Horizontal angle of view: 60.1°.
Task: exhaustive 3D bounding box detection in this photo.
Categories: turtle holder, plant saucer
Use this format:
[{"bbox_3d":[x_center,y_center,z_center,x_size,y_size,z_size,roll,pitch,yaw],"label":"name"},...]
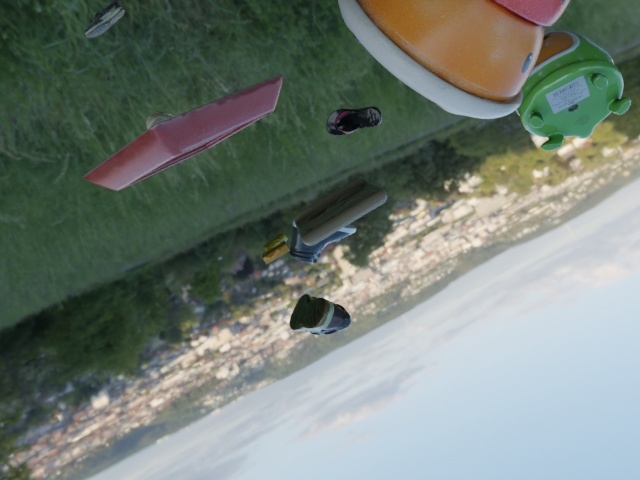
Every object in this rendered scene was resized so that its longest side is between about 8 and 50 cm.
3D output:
[{"bbox_3d":[0.616,-0.381,1.368,0.320,0.227,0.243,5,147,-27],"label":"turtle holder"},{"bbox_3d":[-0.207,-0.160,0.867,0.259,0.048,0.258,-14,-163,46],"label":"plant saucer"}]

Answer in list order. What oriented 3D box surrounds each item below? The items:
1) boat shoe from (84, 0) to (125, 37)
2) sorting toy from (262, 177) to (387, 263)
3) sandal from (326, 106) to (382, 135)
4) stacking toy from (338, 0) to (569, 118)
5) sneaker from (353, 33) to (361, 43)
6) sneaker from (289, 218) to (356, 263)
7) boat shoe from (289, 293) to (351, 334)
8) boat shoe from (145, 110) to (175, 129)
[{"bbox_3d":[-0.713,-0.723,1.813,0.152,0.049,0.056,-37,-177,-3],"label":"boat shoe"},{"bbox_3d":[0.002,-0.043,1.300,0.307,0.041,0.229,-31,-163,0],"label":"sorting toy"},{"bbox_3d":[0.075,-0.305,1.414,0.179,0.067,0.040,-1,-151,45],"label":"sandal"},{"bbox_3d":[0.273,-0.441,0.752,0.350,0.351,0.480,-19,156,-45],"label":"stacking toy"},{"bbox_3d":[0.225,-0.748,1.901,0.227,0.087,0.130,-19,-173,-9],"label":"sneaker"},{"bbox_3d":[0.000,0.000,1.880,0.295,0.104,0.147,-4,118,-49],"label":"sneaker"},{"bbox_3d":[-0.003,0.155,1.103,0.080,0.073,0.223,-68,-167,-12],"label":"boat shoe"},{"bbox_3d":[-0.373,-0.274,1.303,0.063,0.059,0.170,-45,176,6],"label":"boat shoe"}]
